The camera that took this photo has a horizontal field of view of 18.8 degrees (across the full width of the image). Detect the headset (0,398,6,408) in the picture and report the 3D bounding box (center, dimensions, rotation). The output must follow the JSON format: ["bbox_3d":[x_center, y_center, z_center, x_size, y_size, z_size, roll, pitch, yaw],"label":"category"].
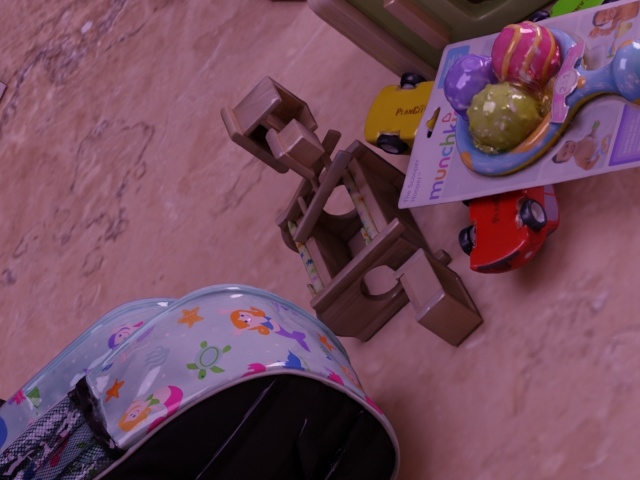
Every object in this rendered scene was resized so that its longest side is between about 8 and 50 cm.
[{"bbox_3d":[-0.318,0.308,1.515,0.394,0.185,0.243,-69,10,-23],"label":"headset"}]

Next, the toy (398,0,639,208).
[{"bbox_3d":[0.138,-0.104,1.290,0.237,0.056,0.137,-7,57,46],"label":"toy"}]

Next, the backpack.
[{"bbox_3d":[-0.084,0.148,1.304,0.253,0.225,0.191,-41,43,15],"label":"backpack"}]

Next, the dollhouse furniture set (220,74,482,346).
[{"bbox_3d":[0.000,0.000,1.371,0.101,0.161,0.182,-45,36,16],"label":"dollhouse furniture set"}]

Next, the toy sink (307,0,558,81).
[{"bbox_3d":[0.077,-0.208,1.453,0.234,0.153,0.131,-29,44,31],"label":"toy sink"}]

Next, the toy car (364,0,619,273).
[{"bbox_3d":[0.152,-0.102,1.366,0.225,0.053,0.239,-49,37,9],"label":"toy car"}]

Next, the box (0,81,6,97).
[{"bbox_3d":[-0.422,-0.127,2.073,0.207,0.036,0.114,6,68,51],"label":"box"}]
